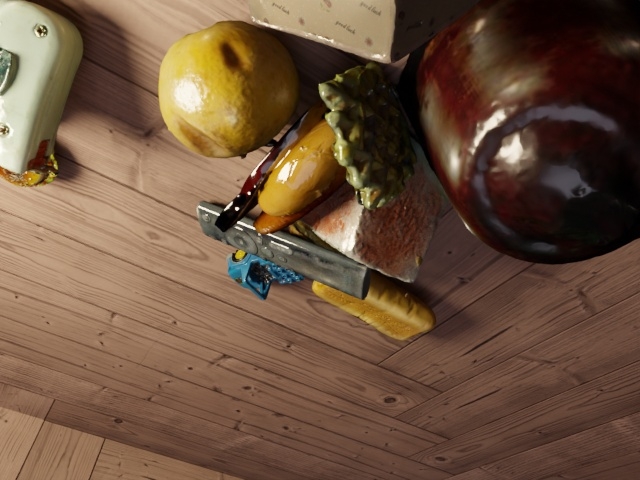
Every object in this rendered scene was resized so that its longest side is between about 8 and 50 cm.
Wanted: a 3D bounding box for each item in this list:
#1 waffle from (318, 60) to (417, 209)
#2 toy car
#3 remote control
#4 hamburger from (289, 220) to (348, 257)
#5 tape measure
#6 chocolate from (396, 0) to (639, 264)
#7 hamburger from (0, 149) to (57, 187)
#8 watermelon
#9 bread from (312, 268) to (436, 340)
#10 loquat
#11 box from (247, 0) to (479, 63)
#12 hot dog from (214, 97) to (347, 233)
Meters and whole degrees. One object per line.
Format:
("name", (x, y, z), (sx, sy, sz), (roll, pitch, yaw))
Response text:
("waffle", (0.083, -0.155, 0.761), (0.054, 0.223, 0.204), (-7, 112, 34))
("toy car", (-0.123, 0.069, 1.151), (0.191, 0.100, 0.097), (-13, 137, 27))
("remote control", (-0.079, 0.018, 1.032), (0.377, 0.044, 0.107), (21, 142, 17))
("hamburger", (-0.007, 0.000, 1.076), (0.176, 0.087, 0.102), (32, 148, -16))
("tape measure", (-0.494, -0.250, 0.772), (0.246, 0.125, 0.243), (21, 100, -11))
("chocolate", (0.307, -0.132, 0.706), (0.384, 0.331, 0.383), (4, 140, 3))
("hamburger", (-0.573, -0.161, 0.983), (0.126, 0.081, 0.141), (-23, 128, 29))
("watermelon", (0.099, -0.050, 0.917), (0.213, 0.201, 0.262), (28, 126, -26))
("bread", (0.128, 0.134, 1.189), (0.305, 0.091, 0.142), (32, 134, -24))
("loquat", (-0.140, -0.214, 0.769), (0.213, 0.213, 0.213), (4, 137, 4))
("box", (0.037, -0.378, 0.519), (0.225, 0.190, 0.297), (31, 150, 32))
("hot dog", (-0.020, -0.108, 0.861), (0.107, 0.194, 0.326), (48, 127, 4))
